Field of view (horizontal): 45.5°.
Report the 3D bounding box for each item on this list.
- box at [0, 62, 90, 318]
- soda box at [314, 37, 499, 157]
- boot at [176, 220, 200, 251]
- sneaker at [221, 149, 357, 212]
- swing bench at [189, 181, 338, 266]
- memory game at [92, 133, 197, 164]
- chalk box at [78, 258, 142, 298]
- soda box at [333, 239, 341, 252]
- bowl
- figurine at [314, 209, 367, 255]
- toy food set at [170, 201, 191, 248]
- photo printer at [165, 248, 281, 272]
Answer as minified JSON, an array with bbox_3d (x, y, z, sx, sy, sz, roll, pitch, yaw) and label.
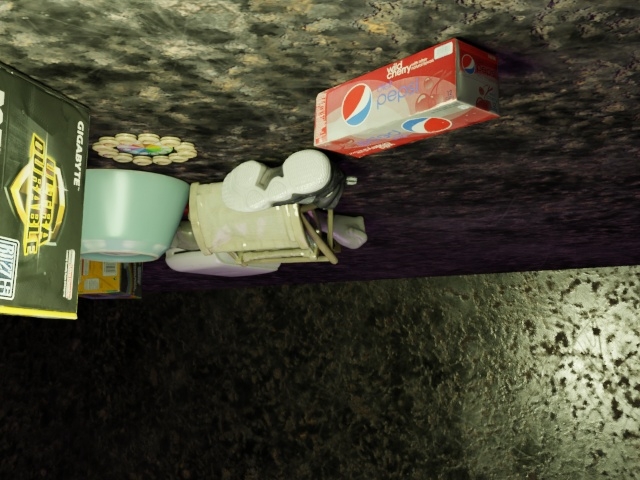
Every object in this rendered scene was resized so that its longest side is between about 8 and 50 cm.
[{"bbox_3d":[-0.423,-0.061,1.029,0.079,0.321,0.257,-2,170,19],"label":"box"},{"bbox_3d":[0.109,-0.184,1.030,0.092,0.083,0.263,8,168,-41],"label":"soda box"},{"bbox_3d":[-0.405,-0.024,2.058,0.247,0.083,0.161,-6,164,22],"label":"boot"},{"bbox_3d":[-0.059,-0.100,1.490,0.269,0.101,0.153,-10,164,36],"label":"sneaker"},{"bbox_3d":[-0.120,-0.038,1.695,0.253,0.165,0.255,-4,170,22],"label":"swing bench"},{"bbox_3d":[-0.315,-0.163,1.376,0.186,0.012,0.186,0,171,0],"label":"memory game"},{"bbox_3d":[-0.690,0.098,2.487,0.179,0.180,0.289,-1,170,3],"label":"chalk box"},{"bbox_3d":[0.000,0.000,2.280,0.061,0.058,0.181,-4,170,24],"label":"soda box"},{"bbox_3d":[-0.439,-0.042,1.660,0.312,0.163,0.311,0,170,0],"label":"bowl"},{"bbox_3d":[-0.015,-0.028,2.037,0.210,0.092,0.215,12,164,-38],"label":"figurine"},{"bbox_3d":[-0.341,-0.034,1.868,0.232,0.111,0.104,-6,169,18],"label":"toy food set"},{"bbox_3d":[-0.317,0.050,2.423,0.256,0.107,0.308,-8,169,39],"label":"photo printer"}]
